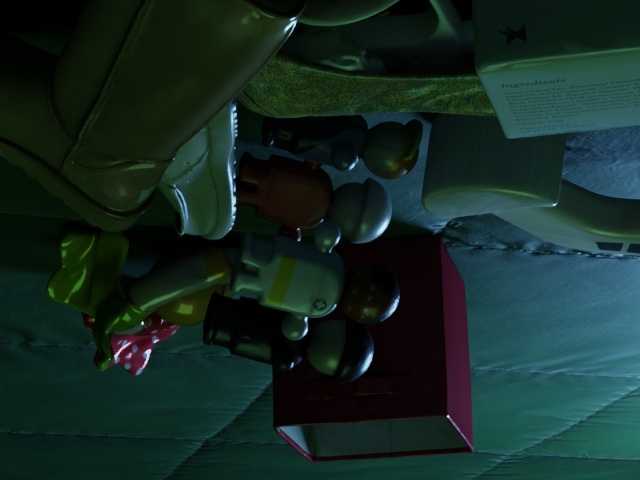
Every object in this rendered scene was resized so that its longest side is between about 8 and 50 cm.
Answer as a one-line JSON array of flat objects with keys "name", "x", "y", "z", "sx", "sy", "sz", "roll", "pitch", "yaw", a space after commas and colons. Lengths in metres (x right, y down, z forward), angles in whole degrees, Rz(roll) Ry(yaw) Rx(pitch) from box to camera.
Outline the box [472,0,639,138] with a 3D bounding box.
[{"name": "box", "x": 0.183, "y": -0.170, "z": 1.098, "sx": 0.182, "sy": 0.181, "sz": 0.119, "roll": -5, "pitch": 162, "yaw": 13}]

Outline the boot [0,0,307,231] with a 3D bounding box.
[{"name": "boot", "x": -0.159, "y": -0.150, "z": 1.282, "sx": 0.236, "sy": 0.089, "sz": 0.269, "roll": 33, "pitch": 138, "yaw": -6}]

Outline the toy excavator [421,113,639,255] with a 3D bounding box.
[{"name": "toy excavator", "x": 0.350, "y": 0.004, "z": 1.643, "sx": 0.445, "sy": 0.222, "sz": 0.433, "roll": 1, "pitch": 162, "yaw": 21}]

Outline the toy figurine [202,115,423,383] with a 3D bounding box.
[{"name": "toy figurine", "x": 0.000, "y": 0.000, "z": 1.561, "sx": 0.148, "sy": 0.213, "sz": 0.209, "roll": 15, "pitch": 154, "yaw": -9}]

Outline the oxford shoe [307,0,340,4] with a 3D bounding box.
[{"name": "oxford shoe", "x": 0.027, "y": -0.205, "z": 1.178, "sx": 0.076, "sy": 0.076, "sz": 0.212, "roll": -37, "pitch": -170, "yaw": -26}]

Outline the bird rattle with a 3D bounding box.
[{"name": "bird rattle", "x": -0.163, "y": 0.069, "z": 1.911, "sx": 0.207, "sy": 0.143, "sz": 0.253, "roll": -21, "pitch": 162, "yaw": 7}]

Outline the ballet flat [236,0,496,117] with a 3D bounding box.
[{"name": "ballet flat", "x": 0.102, "y": -0.148, "z": 1.290, "sx": 0.348, "sy": 0.123, "sz": 0.123, "roll": -3, "pitch": 162, "yaw": 5}]

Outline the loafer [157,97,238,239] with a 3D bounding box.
[{"name": "loafer", "x": -0.112, "y": -0.085, "z": 1.490, "sx": 0.092, "sy": 0.102, "sz": 0.268, "roll": 1, "pitch": 152, "yaw": -3}]

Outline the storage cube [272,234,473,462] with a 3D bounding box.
[{"name": "storage cube", "x": 0.055, "y": 0.118, "z": 1.950, "sx": 0.183, "sy": 0.193, "sz": 0.215, "roll": -5, "pitch": 162, "yaw": 12}]
